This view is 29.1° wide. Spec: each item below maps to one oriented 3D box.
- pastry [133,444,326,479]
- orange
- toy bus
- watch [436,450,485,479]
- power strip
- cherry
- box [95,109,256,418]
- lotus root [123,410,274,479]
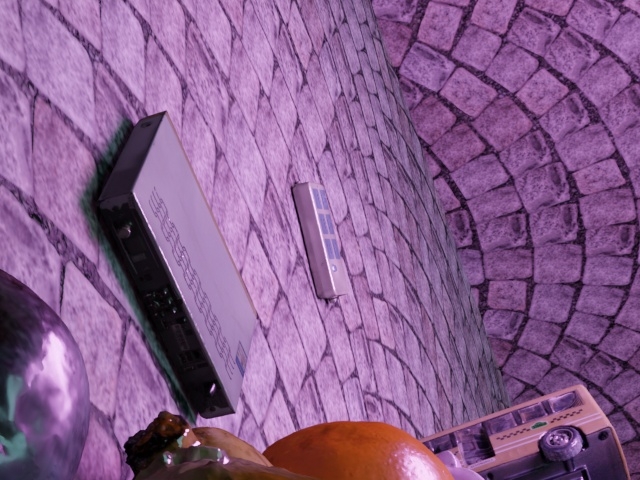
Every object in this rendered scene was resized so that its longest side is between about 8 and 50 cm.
[{"bbox_3d":[-0.058,0.306,0.865,0.329,0.136,0.330,-4,96,-42],"label":"pastry"},{"bbox_3d":[0.033,0.312,1.253,0.261,0.261,0.261,-15,90,-76],"label":"orange"},{"bbox_3d":[0.294,0.378,1.968,0.202,0.365,0.177,-103,173,-66],"label":"toy bus"},{"bbox_3d":[0.101,0.388,1.572,0.217,0.211,0.248,28,56,-60],"label":"watch"},{"bbox_3d":[0.000,0.000,1.861,0.081,0.035,0.192,6,69,-75],"label":"power strip"},{"bbox_3d":[-0.212,0.105,0.636,0.195,0.195,0.195,-15,90,-76],"label":"cherry"},{"bbox_3d":[-0.140,0.026,1.259,0.211,0.045,0.270,-82,154,-58],"label":"box"},{"bbox_3d":[-0.083,0.263,1.033,0.160,0.146,0.284,-100,168,-65],"label":"lotus root"}]
